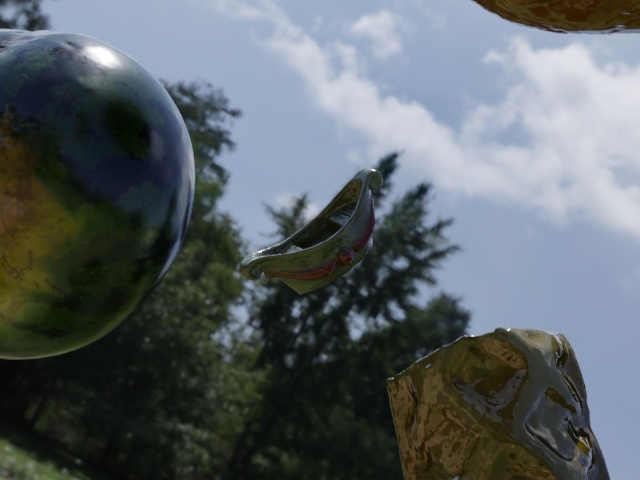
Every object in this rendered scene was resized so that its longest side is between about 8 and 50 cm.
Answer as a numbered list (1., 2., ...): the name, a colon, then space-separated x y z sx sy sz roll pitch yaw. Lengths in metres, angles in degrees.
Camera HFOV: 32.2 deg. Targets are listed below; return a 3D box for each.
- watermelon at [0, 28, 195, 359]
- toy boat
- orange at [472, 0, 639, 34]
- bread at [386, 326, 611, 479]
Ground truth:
1. watermelon: -0.227 -0.038 0.862 0.269 0.269 0.269 27 -14 7
2. toy boat: 0.001 0.000 1.170 0.089 0.185 0.071 22 -34 60
3. orange: 0.200 -0.313 0.773 0.341 0.340 0.293 29 16 -3
4. bread: 0.186 0.222 1.109 0.196 0.252 0.238 -7 -13 -24
